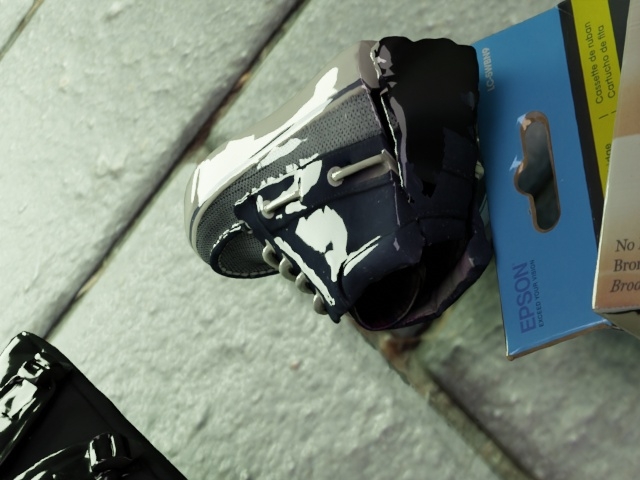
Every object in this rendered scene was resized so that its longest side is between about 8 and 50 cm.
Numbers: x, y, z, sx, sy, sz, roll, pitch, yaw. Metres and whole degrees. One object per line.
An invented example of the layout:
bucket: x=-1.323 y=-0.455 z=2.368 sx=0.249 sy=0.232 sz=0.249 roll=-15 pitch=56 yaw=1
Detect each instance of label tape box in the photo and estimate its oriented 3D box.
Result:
label tape box: x=0.264 y=-0.070 z=1.020 sx=0.333 sy=0.106 sz=0.241 roll=-24 pitch=54 yaw=32

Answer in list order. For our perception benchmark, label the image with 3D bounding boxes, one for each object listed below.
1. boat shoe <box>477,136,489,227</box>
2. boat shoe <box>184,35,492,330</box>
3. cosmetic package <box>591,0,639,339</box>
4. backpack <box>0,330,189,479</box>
boat shoe: x=0.108 y=-0.073 z=1.211 sx=0.049 sy=0.040 sz=0.142 roll=-6 pitch=65 yaw=41
boat shoe: x=0.000 y=0.000 z=1.164 sx=0.340 sy=0.127 sz=0.158 roll=138 pitch=131 yaw=-58
cosmetic package: x=0.248 y=-0.087 z=0.874 sx=0.153 sy=0.129 sz=0.296 roll=-8 pitch=64 yaw=41
backpack: x=-0.232 y=0.293 z=1.202 sx=0.355 sy=0.273 sz=0.290 roll=-42 pitch=44 yaw=-13
